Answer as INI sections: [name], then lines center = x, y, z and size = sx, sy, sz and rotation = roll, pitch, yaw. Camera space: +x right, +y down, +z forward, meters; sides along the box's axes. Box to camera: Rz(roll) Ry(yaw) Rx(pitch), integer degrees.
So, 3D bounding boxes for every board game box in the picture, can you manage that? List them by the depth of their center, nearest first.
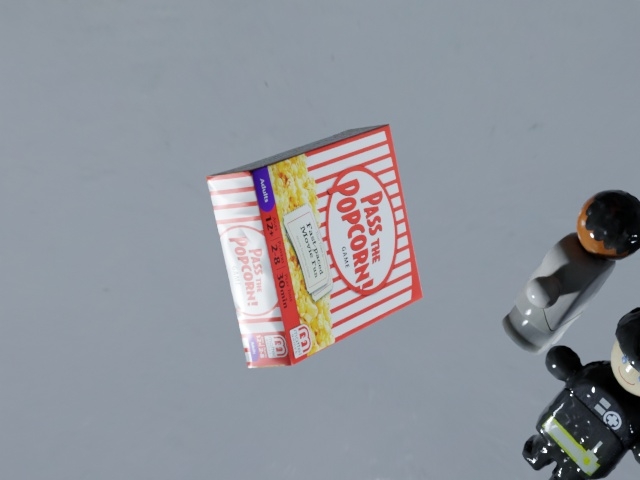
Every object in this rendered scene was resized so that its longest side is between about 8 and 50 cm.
[board game box]
center = 0.000, 0.000, 1.312
size = 0.045, 0.193, 0.146
rotation = -6, 101, 35

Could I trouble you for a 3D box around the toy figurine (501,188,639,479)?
[toy figurine]
center = 0.241, 0.076, 1.151
size = 0.213, 0.209, 0.148
rotation = 19, 128, -18
